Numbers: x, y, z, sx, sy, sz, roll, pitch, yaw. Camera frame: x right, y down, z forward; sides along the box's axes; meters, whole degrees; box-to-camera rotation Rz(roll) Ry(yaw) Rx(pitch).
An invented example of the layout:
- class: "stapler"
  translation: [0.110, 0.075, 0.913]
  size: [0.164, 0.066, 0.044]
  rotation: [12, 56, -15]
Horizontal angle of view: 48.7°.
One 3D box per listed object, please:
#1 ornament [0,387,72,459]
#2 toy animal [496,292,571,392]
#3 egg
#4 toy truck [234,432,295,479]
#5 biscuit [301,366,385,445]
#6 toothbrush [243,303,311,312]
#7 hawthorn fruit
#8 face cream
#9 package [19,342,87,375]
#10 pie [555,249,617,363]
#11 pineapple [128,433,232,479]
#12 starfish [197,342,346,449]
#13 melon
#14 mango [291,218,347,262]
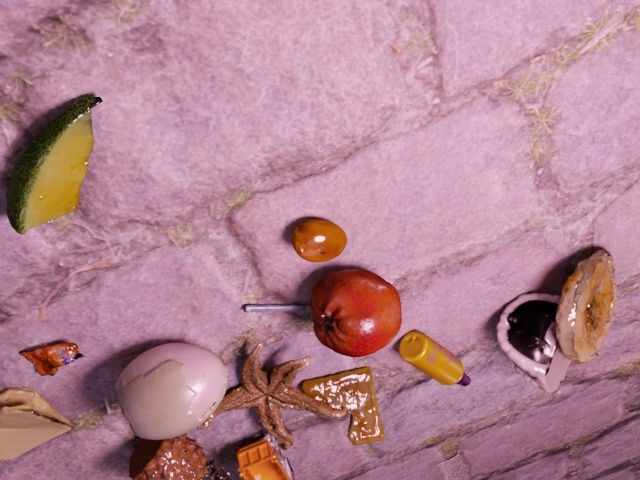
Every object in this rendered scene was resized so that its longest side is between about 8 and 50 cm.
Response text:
- class: "ornament"
  translation: [-0.607, 0.387, 1.468]
  size: [0.180, 0.059, 0.201]
  rotation: [11, 131, -31]
- class: "toy animal"
  translation: [0.515, 0.236, 1.678]
  size: [0.208, 0.156, 0.204]
  rotation: [-60, 140, -15]
- class: "egg"
  translation: [-0.288, 0.291, 1.406]
  size: [0.217, 0.183, 0.183]
  rotation: [-25, 138, -7]
- class: "toy truck"
  translation: [-0.130, 0.591, 1.800]
  size: [0.114, 0.135, 0.270]
  rotation: [-21, 137, -1]
- class: "biscuit"
  translation: [0.058, 0.401, 1.673]
  size: [0.174, 0.183, 0.039]
  rotation: [-13, 172, -14]
- class: "toothbrush"
  translation: [-0.053, 0.142, 1.464]
  size: [0.219, 0.019, 0.016]
  rotation: [3, 137, -24]
- class: "hawthorn fruit"
  translation: [0.085, 0.138, 1.412]
  size: [0.200, 0.179, 0.179]
  rotation: [-16, 140, -30]
- class: "face cream"
  translation: [0.291, 0.301, 1.718]
  size: [0.078, 0.078, 0.273]
  rotation: [-38, 135, 17]
- class: "package"
  translation: [-0.509, 0.226, 1.358]
  size: [0.111, 0.033, 0.077]
  rotation: [-17, 147, 2]
- class: "pie"
  translation: [0.612, 0.151, 1.609]
  size: [0.274, 0.055, 0.274]
  rotation: [-14, 109, -45]
- class: "pineapple"
  translation: [-0.269, 0.573, 1.651]
  size: [0.165, 0.165, 0.364]
  rotation: [-40, 114, 19]
- class: "starfish"
  translation: [-0.123, 0.361, 1.599]
  size: [0.327, 0.094, 0.375]
  rotation: [-18, 129, 7]
- class: "melon"
  translation: [-0.388, -0.108, 1.059]
  size: [0.114, 0.053, 0.262]
  rotation: [11, 129, -40]
- class: "mango"
  translation: [0.000, 0.000, 1.313]
  size: [0.114, 0.060, 0.080]
  rotation: [16, 110, -31]
